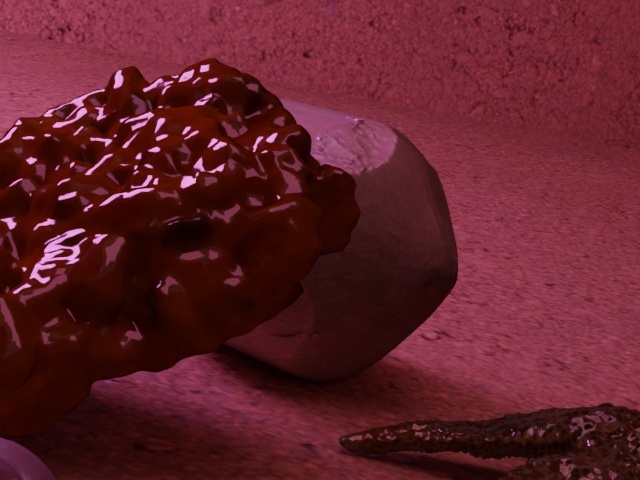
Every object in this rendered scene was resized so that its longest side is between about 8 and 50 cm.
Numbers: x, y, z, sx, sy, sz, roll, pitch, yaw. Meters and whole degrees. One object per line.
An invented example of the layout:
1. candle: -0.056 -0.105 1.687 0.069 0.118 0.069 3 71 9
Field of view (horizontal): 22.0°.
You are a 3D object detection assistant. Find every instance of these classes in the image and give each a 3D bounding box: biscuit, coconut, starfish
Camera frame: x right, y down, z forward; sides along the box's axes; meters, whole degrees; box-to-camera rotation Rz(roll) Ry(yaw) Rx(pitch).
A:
1. biscuit: -0.150 -0.007 1.085 0.312 0.110 0.318 -25 27 -13
2. coconut: 0.000 0.000 1.282 0.224 0.224 0.234 1 19 -44
3. starfish: 0.209 0.161 1.097 0.347 0.078 0.358 24 17 35

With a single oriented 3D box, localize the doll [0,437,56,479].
1. doll: -0.113 0.147 0.767 0.365 0.094 0.160 16 10 16
